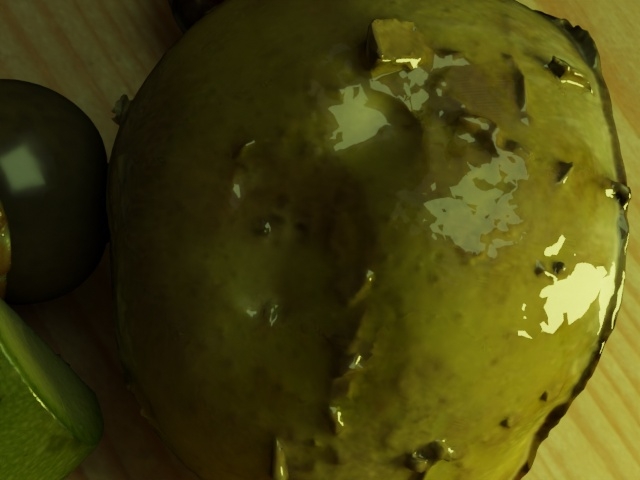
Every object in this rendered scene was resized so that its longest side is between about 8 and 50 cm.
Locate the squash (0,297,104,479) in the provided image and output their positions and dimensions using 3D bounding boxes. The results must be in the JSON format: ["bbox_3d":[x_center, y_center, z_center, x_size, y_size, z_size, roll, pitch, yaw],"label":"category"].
[{"bbox_3d":[-0.231,0.148,1.293,0.184,0.085,0.192,-60,136,-21],"label":"squash"}]

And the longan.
[{"bbox_3d":[-0.237,-0.038,1.418,0.204,0.159,0.185,-2,67,-43],"label":"longan"}]

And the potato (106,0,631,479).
[{"bbox_3d":[0.000,0.000,1.364,0.319,0.385,0.442,10,71,-31],"label":"potato"}]

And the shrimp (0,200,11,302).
[{"bbox_3d":[-0.359,-0.001,1.330,0.290,0.222,0.054,0,39,17],"label":"shrimp"}]

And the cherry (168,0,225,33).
[{"bbox_3d":[-0.011,-0.237,1.634,0.255,0.218,0.296,34,43,0],"label":"cherry"}]
